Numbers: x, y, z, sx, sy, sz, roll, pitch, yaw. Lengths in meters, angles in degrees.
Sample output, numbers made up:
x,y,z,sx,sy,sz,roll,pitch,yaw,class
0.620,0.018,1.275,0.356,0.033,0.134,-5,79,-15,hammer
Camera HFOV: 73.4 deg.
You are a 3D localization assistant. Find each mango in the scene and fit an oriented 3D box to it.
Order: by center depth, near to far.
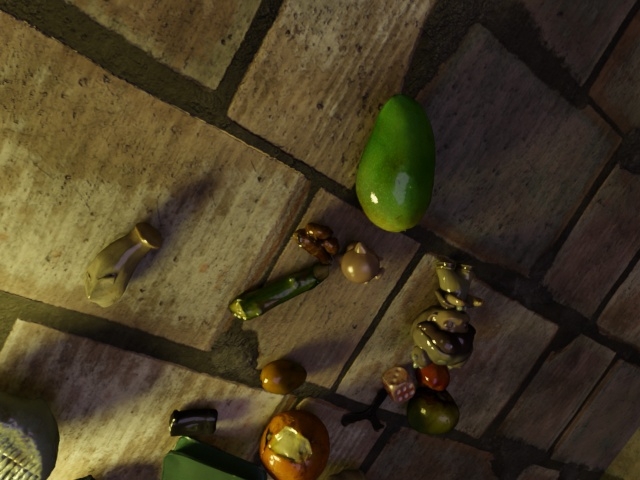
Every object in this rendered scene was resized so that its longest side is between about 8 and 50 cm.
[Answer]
x,y,z,sx,sy,sz,roll,pitch,yaw,class
0.212,-0.209,1.205,0.225,0.201,0.383,-2,108,-8,mango
-0.121,0.448,1.398,0.163,0.089,0.111,34,95,-35,mango

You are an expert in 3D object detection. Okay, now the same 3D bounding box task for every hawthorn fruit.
x,y,z,sx,sy,sz,roll,pitch,yaw,class
0.418,0.495,1.599,0.125,0.140,0.125,7,125,10,hawthorn fruit

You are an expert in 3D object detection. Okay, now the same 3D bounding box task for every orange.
x,y,z,sx,sy,sz,roll,pitch,yaw,class
-0.085,0.681,1.418,0.239,0.240,0.240,-7,112,-17,orange

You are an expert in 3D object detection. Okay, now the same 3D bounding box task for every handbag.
x,y,z,sx,sy,sz,roll,pitch,yaw,class
-0.345,0.780,1.374,0.326,0.089,0.239,18,110,6,handbag

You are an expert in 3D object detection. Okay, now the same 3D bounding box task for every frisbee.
x,y,z,sx,sy,sz,roll,pitch,yaw,class
0.190,0.674,1.638,0.210,0.012,0.188,-31,118,-7,frisbee

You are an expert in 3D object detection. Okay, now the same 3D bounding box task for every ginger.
x,y,z,sx,sy,sz,roll,pitch,yaw,class
0.000,0.000,1.282,0.103,0.073,0.162,-39,125,13,ginger

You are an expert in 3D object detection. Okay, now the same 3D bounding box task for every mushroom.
x,y,z,sx,sy,sz,roll,pitch,yaw,class
-0.519,0.060,1.105,0.108,0.096,0.247,39,90,-2,mushroom

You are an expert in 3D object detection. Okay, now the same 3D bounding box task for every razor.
x,y,z,sx,sy,sz,roll,pitch,yaw,class
-0.404,0.578,1.363,0.147,0.054,0.090,5,108,-20,razor

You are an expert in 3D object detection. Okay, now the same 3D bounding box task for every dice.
x,y,z,sx,sy,sz,roll,pitch,yaw,class
0.286,0.526,1.571,0.093,0.091,0.094,-24,117,-9,dice

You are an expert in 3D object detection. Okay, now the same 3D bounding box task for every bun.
x,y,z,sx,sy,sz,roll,pitch,yaw,class
-0.852,0.528,1.106,0.353,0.194,0.355,-5,109,-16,bun

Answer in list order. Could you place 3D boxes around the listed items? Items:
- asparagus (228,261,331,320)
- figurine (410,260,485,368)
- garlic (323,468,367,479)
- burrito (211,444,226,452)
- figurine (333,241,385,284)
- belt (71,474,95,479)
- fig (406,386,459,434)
x,y,z,sx,sy,sz,roll,pitch,yaw,class
-0.113,0.150,1.293,0.342,0.085,0.082,-23,92,-8,asparagus
0.432,0.261,1.477,0.248,0.203,0.381,7,96,-29,figurine
0.066,1.025,1.621,0.321,0.241,0.323,0,88,-16,garlic
-0.348,0.807,1.463,0.086,0.060,0.226,17,109,22,burrito
0.124,0.071,1.330,0.125,0.125,0.138,-44,105,1,figurine
-0.714,0.809,1.304,0.128,0.122,0.218,-8,119,-19,belt
0.415,0.642,1.615,0.181,0.181,0.191,34,114,-27,fig
